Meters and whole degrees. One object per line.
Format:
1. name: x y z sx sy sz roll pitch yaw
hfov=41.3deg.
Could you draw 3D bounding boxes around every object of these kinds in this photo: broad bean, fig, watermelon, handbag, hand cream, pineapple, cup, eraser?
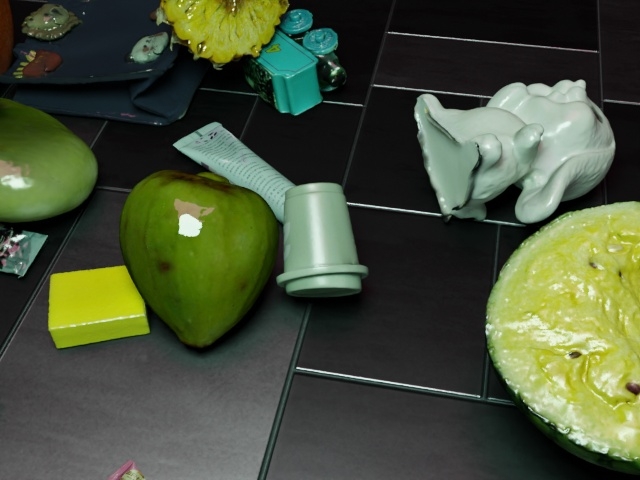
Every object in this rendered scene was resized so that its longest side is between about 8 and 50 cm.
1. broad bean: -0.461 -0.122 1.251 0.238 0.119 0.291 -14 40 -42
2. fig: -0.160 0.023 1.086 0.203 0.203 0.225 6 86 7
3. watermelon: 0.356 0.134 0.949 0.331 0.189 0.330 -12 49 14
4. handbag: -0.363 -0.343 1.479 0.329 0.122 0.303 6 47 10
5. hand cream: -0.516 -0.003 1.210 0.248 0.052 0.075 14 70 7
6. pineapple: -0.175 -0.359 1.390 0.164 0.139 0.250 8 31 42
7. hand cream: -0.094 -0.093 1.266 0.085 0.058 0.331 -36 55 -23
8. cup: 0.000 0.000 1.104 0.120 0.120 0.141 -3 81 -1
9. eraser: -0.288 0.083 1.111 0.122 0.045 0.097 -8 45 -6

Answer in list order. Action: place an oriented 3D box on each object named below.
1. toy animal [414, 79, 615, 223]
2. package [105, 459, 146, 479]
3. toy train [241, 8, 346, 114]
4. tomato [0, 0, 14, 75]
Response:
1. toy animal: 0.283 -0.120 1.209 0.289 0.174 0.249 -2 34 2
2. package: -0.205 0.284 0.926 0.083 0.029 0.059 40 51 21
3. toy train: -0.048 -0.305 1.445 0.154 0.107 0.198 -32 52 -16
4. tomato: -0.678 -0.342 1.387 0.341 0.272 0.341 -12 19 4
